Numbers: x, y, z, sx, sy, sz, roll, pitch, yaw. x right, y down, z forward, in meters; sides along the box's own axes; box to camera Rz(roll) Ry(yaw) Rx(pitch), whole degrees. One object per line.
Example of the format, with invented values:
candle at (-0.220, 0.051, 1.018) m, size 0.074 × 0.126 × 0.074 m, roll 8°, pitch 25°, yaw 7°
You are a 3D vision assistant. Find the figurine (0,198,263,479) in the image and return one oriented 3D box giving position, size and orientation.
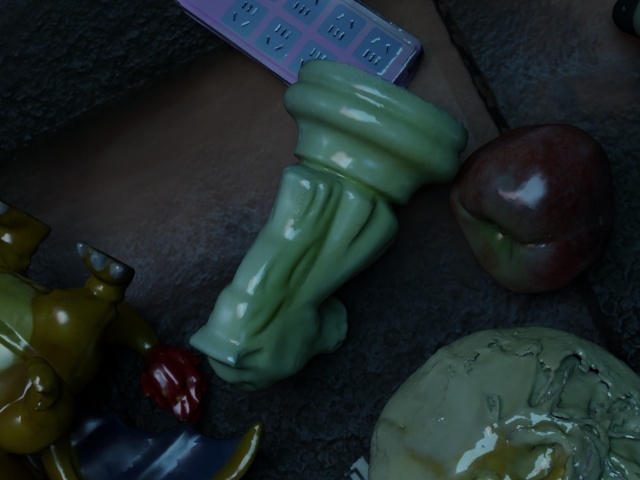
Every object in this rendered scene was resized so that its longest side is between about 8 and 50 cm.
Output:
figurine at (-0.290, 0.178, 1.156) m, size 0.401 × 0.268 × 0.387 m, roll 29°, pitch 81°, yaw 15°

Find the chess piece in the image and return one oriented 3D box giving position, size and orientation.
chess piece at (0.000, 0.000, 1.166) m, size 0.176 × 0.176 × 0.298 m, roll 25°, pitch 87°, yaw 19°

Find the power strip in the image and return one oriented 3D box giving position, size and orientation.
power strip at (-0.024, -0.215, 1.315) m, size 0.279 × 0.037 × 0.109 m, roll 37°, pitch 87°, yaw 20°

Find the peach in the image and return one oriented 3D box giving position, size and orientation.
peach at (0.200, -0.038, 1.162) m, size 0.152 × 0.152 × 0.152 m, roll -4°, pitch 74°, yaw 13°

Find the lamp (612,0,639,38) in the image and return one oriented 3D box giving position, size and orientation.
lamp at (0.374, -0.276, 1.169) m, size 0.198 × 0.198 × 0.243 m, roll 30°, pitch 107°, yaw 19°

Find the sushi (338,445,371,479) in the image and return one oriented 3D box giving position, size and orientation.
sushi at (0.122, 0.296, 1.125) m, size 0.279 × 0.043 × 0.192 m, roll 36°, pitch 69°, yaw 21°

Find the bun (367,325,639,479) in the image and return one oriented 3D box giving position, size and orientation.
bun at (0.173, 0.192, 1.072) m, size 0.287 × 0.146 × 0.287 m, roll -2°, pitch 58°, yaw 3°
